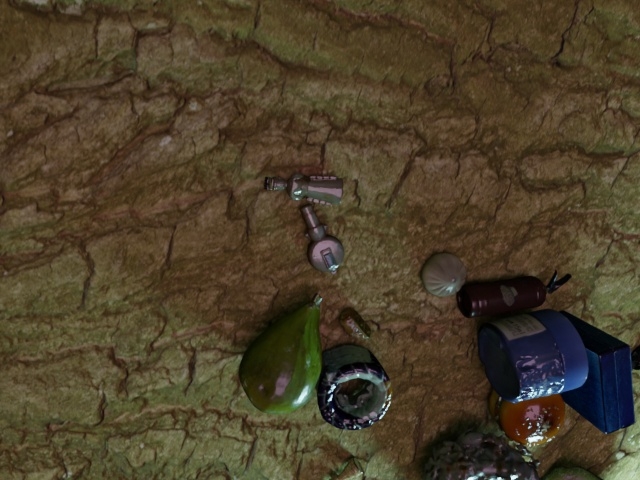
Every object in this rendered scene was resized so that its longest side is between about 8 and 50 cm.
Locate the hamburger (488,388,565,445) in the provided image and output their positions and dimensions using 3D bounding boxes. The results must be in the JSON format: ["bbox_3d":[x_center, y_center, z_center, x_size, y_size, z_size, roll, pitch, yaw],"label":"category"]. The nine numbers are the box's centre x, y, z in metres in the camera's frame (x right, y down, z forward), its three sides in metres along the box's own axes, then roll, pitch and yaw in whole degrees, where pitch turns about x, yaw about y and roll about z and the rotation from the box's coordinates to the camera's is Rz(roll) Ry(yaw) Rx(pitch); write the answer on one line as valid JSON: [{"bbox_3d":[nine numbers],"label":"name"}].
[{"bbox_3d":[0.692,0.563,1.418,0.246,0.170,0.246,-2,101,-9],"label":"hamburger"}]

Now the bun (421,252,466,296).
[{"bbox_3d":[0.381,0.109,1.294,0.138,0.094,0.138,-3,102,-14],"label":"bun"}]

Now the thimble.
[{"bbox_3d":[0.088,0.431,1.283,0.237,0.150,0.237,-2,104,-8],"label":"thimble"}]

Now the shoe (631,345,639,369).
[{"bbox_3d":[1.124,0.443,1.535,0.159,0.053,0.062,-43,103,4],"label":"shoe"}]

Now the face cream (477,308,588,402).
[{"bbox_3d":[0.632,0.351,1.318,0.225,0.249,0.249,-11,105,-5],"label":"face cream"}]

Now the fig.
[{"bbox_3d":[-0.071,0.326,1.192,0.314,0.233,0.233,-36,107,-6],"label":"fig"}]

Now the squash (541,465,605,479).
[{"bbox_3d":[0.982,1.004,1.544,0.309,0.310,0.310,33,95,-30],"label":"squash"}]

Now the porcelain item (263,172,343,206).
[{"bbox_3d":[-0.048,-0.143,1.171,0.213,0.054,0.084,5,99,-13],"label":"porcelain item"}]

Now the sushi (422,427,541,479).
[{"bbox_3d":[0.537,0.813,1.419,0.417,0.176,0.417,-1,115,-2],"label":"sushi"}]

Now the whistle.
[{"bbox_3d":[0.000,0.000,1.214,0.107,0.057,0.220,-24,104,-4],"label":"whistle"}]

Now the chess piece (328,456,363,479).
[{"bbox_3d":[0.058,0.785,1.410,0.172,0.060,0.060,-38,107,2],"label":"chess piece"}]

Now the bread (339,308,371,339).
[{"bbox_3d":[0.101,0.254,1.290,0.066,0.060,0.110,-44,108,-15],"label":"bread"}]

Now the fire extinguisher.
[{"bbox_3d":[0.606,0.155,1.332,0.344,0.102,0.138,-8,132,-8],"label":"fire extinguisher"}]

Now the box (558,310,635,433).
[{"bbox_3d":[0.832,0.403,1.359,0.116,0.261,0.279,-17,106,-5],"label":"box"}]
